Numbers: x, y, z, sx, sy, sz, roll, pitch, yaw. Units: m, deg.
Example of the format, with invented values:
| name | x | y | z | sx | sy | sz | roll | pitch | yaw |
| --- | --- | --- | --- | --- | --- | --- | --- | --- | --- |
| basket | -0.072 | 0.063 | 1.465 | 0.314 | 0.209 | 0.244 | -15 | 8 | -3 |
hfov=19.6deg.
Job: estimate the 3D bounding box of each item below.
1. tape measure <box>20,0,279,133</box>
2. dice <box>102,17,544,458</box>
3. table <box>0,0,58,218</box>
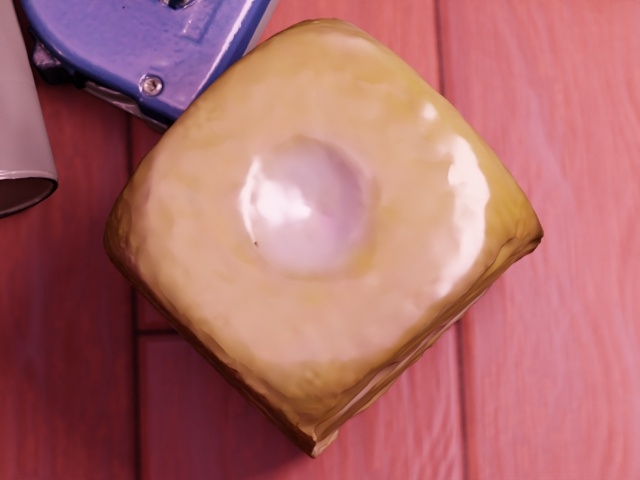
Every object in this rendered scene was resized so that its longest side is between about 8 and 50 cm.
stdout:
| name | x | y | z | sx | sy | sz | roll | pitch | yaw |
| --- | --- | --- | --- | --- | --- | --- | --- | --- | --- |
| tape measure | -0.094 | -0.260 | 1.452 | 0.215 | 0.098 | 0.351 | 27 | 79 | 6 |
| dice | 0.000 | 0.000 | 1.326 | 0.238 | 0.233 | 0.227 | -44 | 80 | -7 |
| table | -0.285 | -0.131 | 1.413 | 0.126 | 0.126 | 0.220 | -15 | 79 | -1 |
